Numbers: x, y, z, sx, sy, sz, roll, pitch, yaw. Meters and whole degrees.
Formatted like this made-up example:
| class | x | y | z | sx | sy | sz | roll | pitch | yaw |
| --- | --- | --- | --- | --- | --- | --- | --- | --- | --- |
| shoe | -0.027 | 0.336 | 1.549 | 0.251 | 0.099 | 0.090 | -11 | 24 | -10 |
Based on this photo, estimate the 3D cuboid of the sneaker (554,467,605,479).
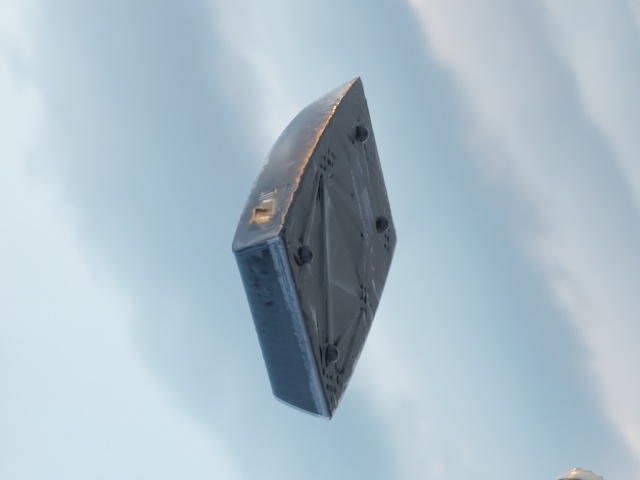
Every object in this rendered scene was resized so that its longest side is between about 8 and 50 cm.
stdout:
| class | x | y | z | sx | sy | sz | roll | pitch | yaw |
| --- | --- | --- | --- | --- | --- | --- | --- | --- | --- |
| sneaker | 0.328 | 0.347 | 1.626 | 0.293 | 0.102 | 0.146 | 27 | -161 | 32 |

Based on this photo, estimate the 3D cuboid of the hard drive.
| class | x | y | z | sx | sy | sz | roll | pitch | yaw |
| --- | --- | --- | --- | --- | --- | --- | --- | --- | --- |
| hard drive | 0.000 | 0.000 | 1.178 | 0.254 | 0.054 | 0.172 | -66 | -33 | -56 |
